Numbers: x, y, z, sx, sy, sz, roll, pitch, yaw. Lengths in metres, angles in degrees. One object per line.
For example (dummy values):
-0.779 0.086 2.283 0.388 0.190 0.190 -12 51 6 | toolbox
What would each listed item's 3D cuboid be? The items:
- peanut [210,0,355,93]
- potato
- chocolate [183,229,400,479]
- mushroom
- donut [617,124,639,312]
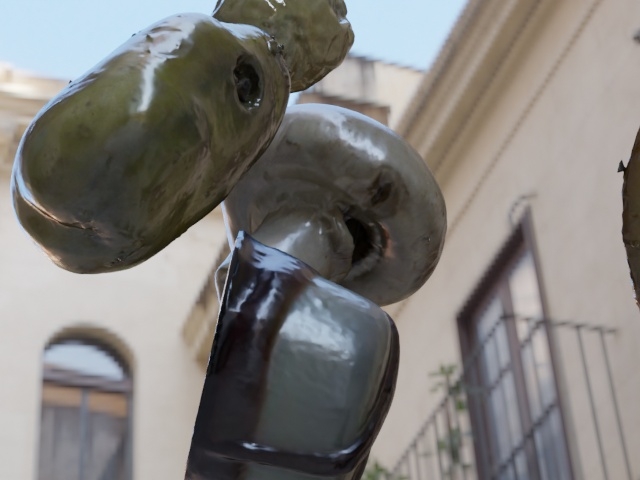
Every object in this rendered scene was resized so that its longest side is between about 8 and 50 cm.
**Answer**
-0.032 -0.209 1.652 0.130 0.290 0.130 1 -79 5 | peanut
-0.129 -0.084 1.333 0.141 0.296 0.191 37 -49 17 | potato
-0.023 0.147 1.665 0.186 0.283 0.283 12 -40 -3 | chocolate
0.000 0.000 1.999 0.292 0.290 0.292 11 -48 12 | mushroom
0.350 -0.030 1.448 0.108 0.277 0.277 13 -28 32 | donut
